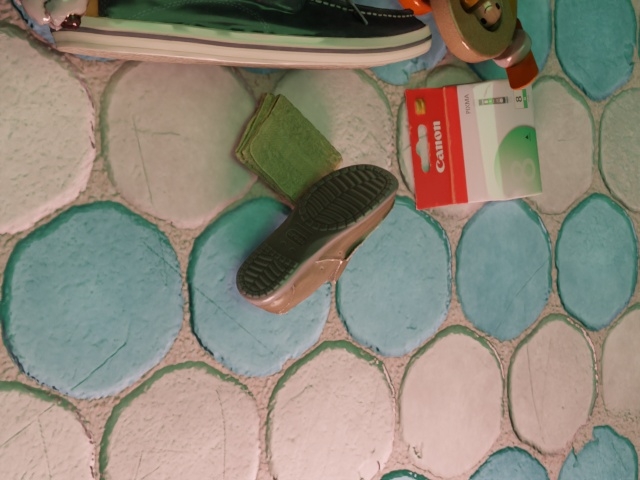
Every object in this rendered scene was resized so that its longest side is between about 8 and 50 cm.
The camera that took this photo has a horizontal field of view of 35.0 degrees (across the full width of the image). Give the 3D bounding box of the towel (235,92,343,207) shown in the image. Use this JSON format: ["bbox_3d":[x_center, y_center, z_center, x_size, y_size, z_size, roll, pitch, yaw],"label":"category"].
[{"bbox_3d":[-0.039,-0.111,1.314,0.148,0.027,0.110,40,66,-30],"label":"towel"}]

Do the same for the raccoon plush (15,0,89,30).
[{"bbox_3d":[-0.345,-0.387,0.900,0.299,0.216,0.447,-25,108,-11],"label":"raccoon plush"}]

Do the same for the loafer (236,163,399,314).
[{"bbox_3d":[0.000,0.000,1.297,0.251,0.094,0.087,-40,146,-11],"label":"loafer"}]

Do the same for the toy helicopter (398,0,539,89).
[{"bbox_3d":[0.275,-0.363,1.497,0.355,0.140,0.235,-41,107,-44],"label":"toy helicopter"}]

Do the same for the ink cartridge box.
[{"bbox_3d":[0.232,-0.146,1.506,0.224,0.056,0.181,-10,95,-39],"label":"ink cartridge box"}]

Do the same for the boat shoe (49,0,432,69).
[{"bbox_3d":[-0.070,-0.281,1.197,0.500,0.186,0.156,-1,96,-32],"label":"boat shoe"}]
